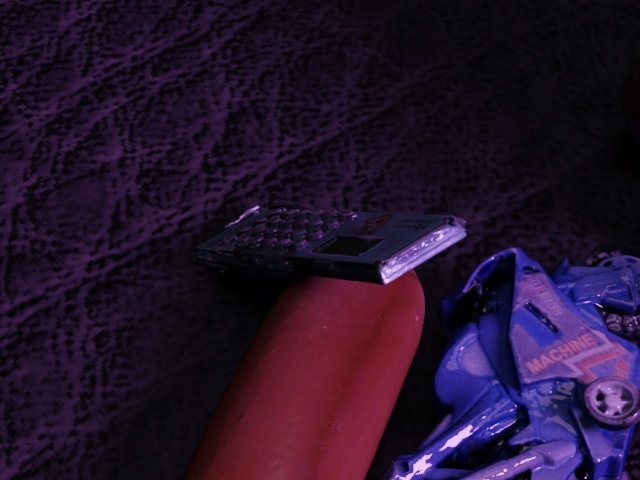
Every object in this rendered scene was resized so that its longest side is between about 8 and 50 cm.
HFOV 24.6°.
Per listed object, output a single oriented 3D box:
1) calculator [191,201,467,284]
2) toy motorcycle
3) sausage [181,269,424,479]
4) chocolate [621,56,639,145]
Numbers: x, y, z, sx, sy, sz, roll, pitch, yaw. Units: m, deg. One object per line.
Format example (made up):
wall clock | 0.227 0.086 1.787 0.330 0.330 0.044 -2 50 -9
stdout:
calculator | 0.000 0.000 0.698 0.057 0.018 0.172 -32 19 -27
toy motorcycle | 0.096 0.072 0.683 0.114 0.076 0.205 14 50 17
sausage | -0.007 0.076 0.662 0.077 0.077 0.194 19 47 10
chocolate | 0.249 -0.067 0.819 0.167 0.072 0.072 8 49 -3
